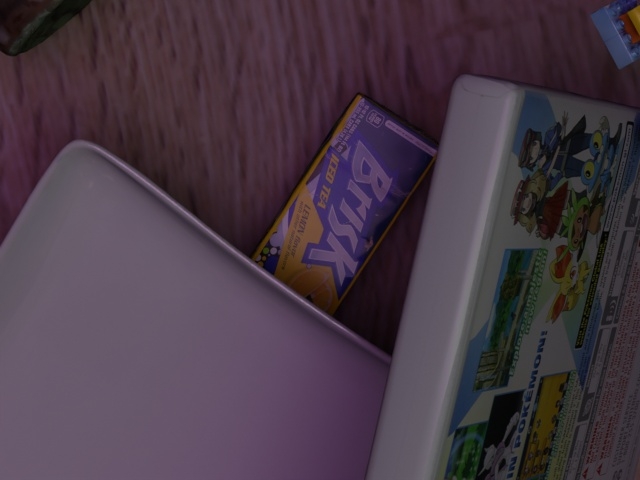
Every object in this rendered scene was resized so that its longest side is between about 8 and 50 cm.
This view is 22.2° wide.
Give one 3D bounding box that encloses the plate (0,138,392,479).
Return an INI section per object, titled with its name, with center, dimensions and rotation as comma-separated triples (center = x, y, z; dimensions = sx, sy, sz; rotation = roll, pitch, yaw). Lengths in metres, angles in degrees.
[plate]
center = -0.085, 0.113, 0.920
dimensions = 0.277, 0.045, 0.278
rotation = 35, 117, -5

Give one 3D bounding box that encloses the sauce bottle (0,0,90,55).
[sauce bottle]
center = -0.241, -0.261, 0.878
dimensions = 0.111, 0.111, 0.344
rotation = -39, 96, 5

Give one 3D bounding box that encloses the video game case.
[video game case]
center = 0.108, 0.089, 0.834
dimensions = 0.036, 0.300, 0.329
rotation = 17, 98, 29

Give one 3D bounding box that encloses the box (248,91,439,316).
[box]
center = 0.000, 0.000, 0.934
dimensions = 0.059, 0.054, 0.169
rotation = 33, 97, -3

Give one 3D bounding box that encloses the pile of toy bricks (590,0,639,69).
[pile of toy bricks]
center = 0.233, -0.128, 0.836
dimensions = 0.105, 0.212, 0.118
rotation = -27, 91, 41
